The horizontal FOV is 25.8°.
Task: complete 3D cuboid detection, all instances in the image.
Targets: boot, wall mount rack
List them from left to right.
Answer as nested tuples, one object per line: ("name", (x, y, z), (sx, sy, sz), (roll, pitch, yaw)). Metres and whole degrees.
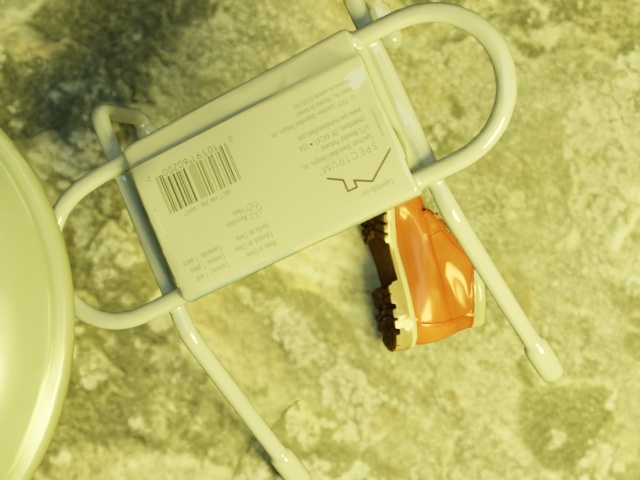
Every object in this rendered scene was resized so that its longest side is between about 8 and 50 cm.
("wall mount rack", (0.000, 0.000, 0.960), (0.350, 0.130, 0.304), (-25, 82, 15))
("boot", (0.078, -0.002, 1.044), (0.085, 0.059, 0.158), (-10, 91, -13))

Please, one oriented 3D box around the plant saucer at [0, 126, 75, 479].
("plant saucer", (-0.366, 0.054, 0.905), (0.400, 0.100, 0.400), (0, 83, 2))
